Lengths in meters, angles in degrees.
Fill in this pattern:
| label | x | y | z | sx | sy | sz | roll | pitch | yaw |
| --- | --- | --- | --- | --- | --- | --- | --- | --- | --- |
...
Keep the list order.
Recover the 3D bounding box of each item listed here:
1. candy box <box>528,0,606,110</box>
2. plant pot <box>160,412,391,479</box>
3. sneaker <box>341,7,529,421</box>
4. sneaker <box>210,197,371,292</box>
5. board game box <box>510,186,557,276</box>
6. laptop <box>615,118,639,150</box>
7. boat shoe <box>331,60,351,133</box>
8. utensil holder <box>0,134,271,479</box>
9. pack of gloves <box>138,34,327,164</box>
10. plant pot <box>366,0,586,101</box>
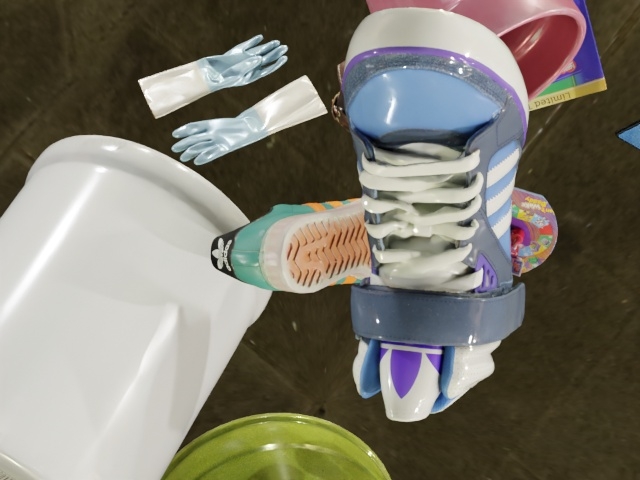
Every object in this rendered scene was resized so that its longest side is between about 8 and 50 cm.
| label | x | y | z | sx | sy | sz | roll | pitch | yaw |
| --- | --- | --- | --- | --- | --- | --- | --- | --- | --- |
| candy box | 0.288 | -0.363 | 1.921 | 0.268 | 0.122 | 0.317 | -16 | 116 | 12 |
| plant pot | -0.035 | 0.451 | 1.458 | 0.366 | 0.353 | 0.366 | -3 | 107 | -11 |
| sneaker | 0.082 | 0.009 | 0.874 | 0.130 | 0.323 | 0.236 | 3 | 67 | 13 |
| sneaker | 0.000 | 0.000 | 1.341 | 0.121 | 0.302 | 0.108 | 5 | 95 | 34 |
| board game box | 0.205 | -0.011 | 1.464 | 0.169 | 0.133 | 0.033 | 17 | 44 | 6 |
| laptop | 0.582 | -0.008 | 1.226 | 0.236 | 0.382 | 0.408 | -14 | 81 | -36 |
| boat shoe | 0.051 | -0.170 | 1.589 | 0.073 | 0.207 | 0.073 | -7 | 62 | 15 |
| utensil holder | -0.280 | 0.129 | 1.352 | 0.327 | 0.327 | 0.385 | 26 | 56 | 4 |
| pack of gloves | -0.131 | -0.203 | 1.780 | 0.232 | 0.046 | 0.195 | -23 | 55 | -9 |
| plant pot | 0.137 | -0.229 | 1.210 | 0.201 | 0.201 | 0.180 | -29 | 69 | -4 |
